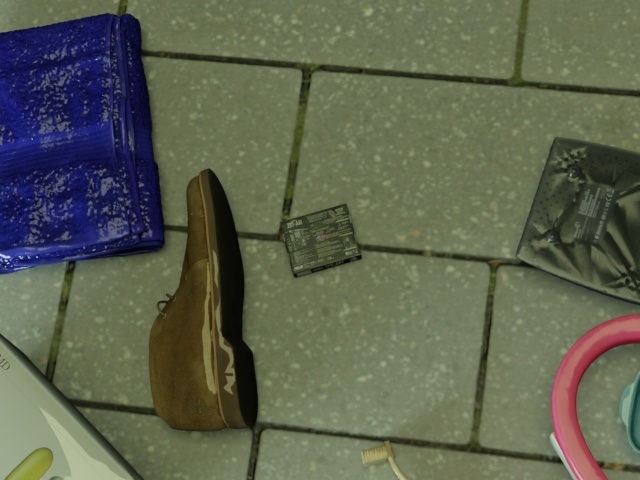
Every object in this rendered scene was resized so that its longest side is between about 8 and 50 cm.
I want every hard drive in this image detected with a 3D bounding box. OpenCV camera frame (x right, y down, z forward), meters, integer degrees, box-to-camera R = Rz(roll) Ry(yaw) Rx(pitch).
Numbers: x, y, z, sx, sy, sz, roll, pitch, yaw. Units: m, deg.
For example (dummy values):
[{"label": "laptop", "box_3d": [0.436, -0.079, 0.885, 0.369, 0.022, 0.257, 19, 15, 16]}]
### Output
[{"label": "hard drive", "box_3d": [0.364, -0.008, 1.758, 0.254, 0.054, 0.172, 17, 75, 12]}]

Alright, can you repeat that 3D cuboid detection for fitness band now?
[{"label": "fitness band", "box_3d": [0.369, 0.215, 1.649, 0.209, 0.054, 0.291, -32, 73, -4]}]

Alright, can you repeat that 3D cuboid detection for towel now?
[{"label": "towel", "box_3d": [-0.313, -0.121, 1.863, 0.227, 0.076, 0.308, -9, 71, 3]}]

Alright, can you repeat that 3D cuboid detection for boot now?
[{"label": "boot", "box_3d": [-0.146, 0.067, 1.773, 0.115, 0.112, 0.305, -9, 73, 15]}]

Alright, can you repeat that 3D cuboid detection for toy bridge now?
[{"label": "toy bridge", "box_3d": [0.092, 0.310, 1.702, 0.063, 0.026, 0.188, -12, 71, 0]}]

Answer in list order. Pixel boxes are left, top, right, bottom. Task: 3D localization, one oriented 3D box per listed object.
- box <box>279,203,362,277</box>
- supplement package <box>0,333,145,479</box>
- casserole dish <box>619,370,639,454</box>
[{"label": "box", "box_3d": [0.000, 0.000, 1.817, 0.083, 0.018, 0.067, -17, 71, 1]}, {"label": "supplement package", "box_3d": [-0.314, 0.235, 1.680, 0.262, 0.204, 0.145, 42, 81, 17]}, {"label": "casserole dish", "box_3d": [0.419, 0.198, 1.695, 0.188, 0.037, 0.114, 11, 73, 9]}]
